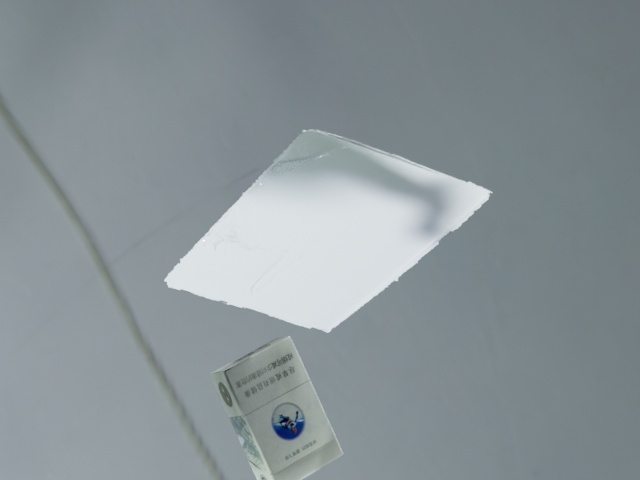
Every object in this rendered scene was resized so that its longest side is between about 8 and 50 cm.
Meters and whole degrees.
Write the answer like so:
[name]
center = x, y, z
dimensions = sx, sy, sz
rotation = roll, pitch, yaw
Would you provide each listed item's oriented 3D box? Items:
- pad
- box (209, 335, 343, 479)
[pad]
center = 0.000, 0.000, 1.087
dimensions = 0.156, 0.232, 0.004
rotation = 17, 53, -25
[box]
center = -0.027, 0.108, 0.916
dimensions = 0.054, 0.024, 0.083
rotation = -26, 94, -32
